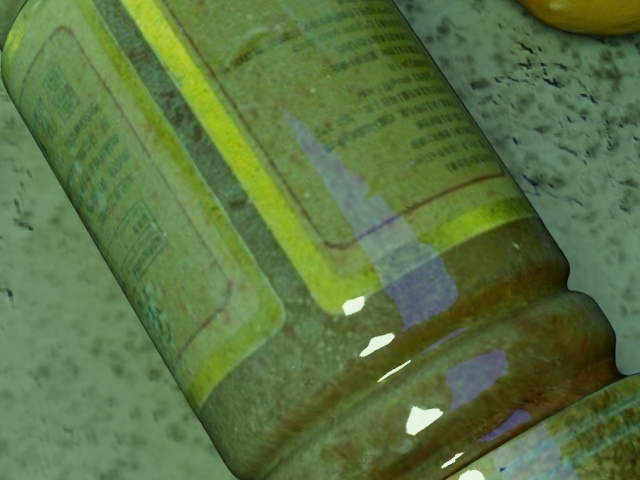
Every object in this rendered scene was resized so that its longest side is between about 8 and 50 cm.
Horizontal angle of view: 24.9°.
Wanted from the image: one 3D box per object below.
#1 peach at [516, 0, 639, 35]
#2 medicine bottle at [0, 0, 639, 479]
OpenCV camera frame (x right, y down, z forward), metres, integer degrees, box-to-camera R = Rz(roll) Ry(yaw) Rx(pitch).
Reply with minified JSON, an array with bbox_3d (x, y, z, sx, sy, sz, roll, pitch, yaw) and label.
[{"bbox_3d":[0.142,-0.168,0.734,0.138,0.138,0.138,11,59,-18],"label":"peach"},{"bbox_3d":[0.000,0.000,0.560,0.151,0.151,0.322,-23,74,-32],"label":"medicine bottle"}]
